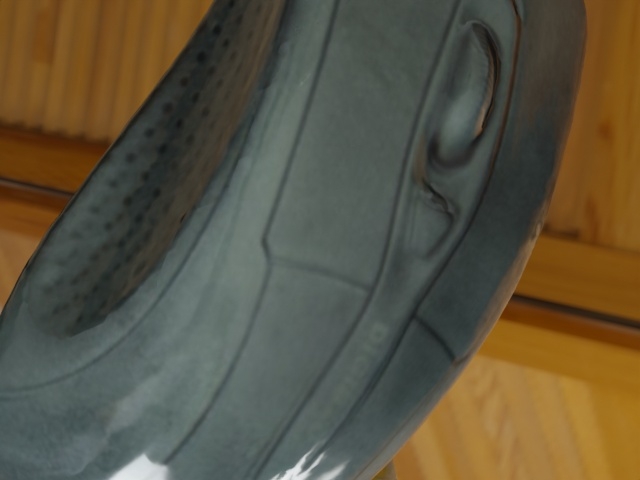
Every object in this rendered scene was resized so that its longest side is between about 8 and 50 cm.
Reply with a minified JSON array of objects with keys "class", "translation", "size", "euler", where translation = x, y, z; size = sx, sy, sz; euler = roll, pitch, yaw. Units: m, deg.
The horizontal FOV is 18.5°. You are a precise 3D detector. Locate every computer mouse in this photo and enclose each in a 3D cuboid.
[{"class":"computer mouse","translation":[0.000,0.000,0.832],"size":[0.188,0.122,0.371],"euler":[28,92,-42]}]

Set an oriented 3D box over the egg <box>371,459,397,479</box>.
[{"class":"egg","translation":[-0.072,0.221,1.654],"size":[0.345,0.283,0.283],"euler":[28,77,-78]}]
